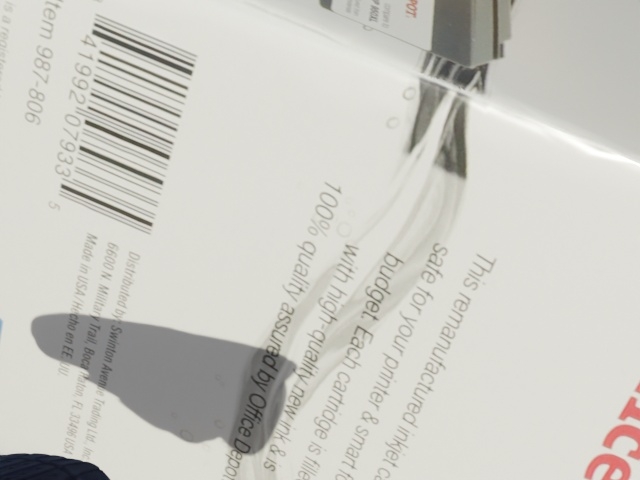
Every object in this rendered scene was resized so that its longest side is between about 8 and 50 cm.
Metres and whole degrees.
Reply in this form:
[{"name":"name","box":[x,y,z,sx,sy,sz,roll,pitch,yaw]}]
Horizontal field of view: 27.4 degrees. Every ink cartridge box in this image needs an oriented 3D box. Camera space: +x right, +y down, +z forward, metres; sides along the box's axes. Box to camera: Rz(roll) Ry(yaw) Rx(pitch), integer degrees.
[{"name":"ink cartridge box","box":[0.000,0.000,0.598,0.166,0.394,0.285,-61,-7,-52]}]

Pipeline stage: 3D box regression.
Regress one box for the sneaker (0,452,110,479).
[{"name":"sneaker","box":[-0.070,0.105,0.381,0.053,0.059,0.144,-12,25,-43]}]
